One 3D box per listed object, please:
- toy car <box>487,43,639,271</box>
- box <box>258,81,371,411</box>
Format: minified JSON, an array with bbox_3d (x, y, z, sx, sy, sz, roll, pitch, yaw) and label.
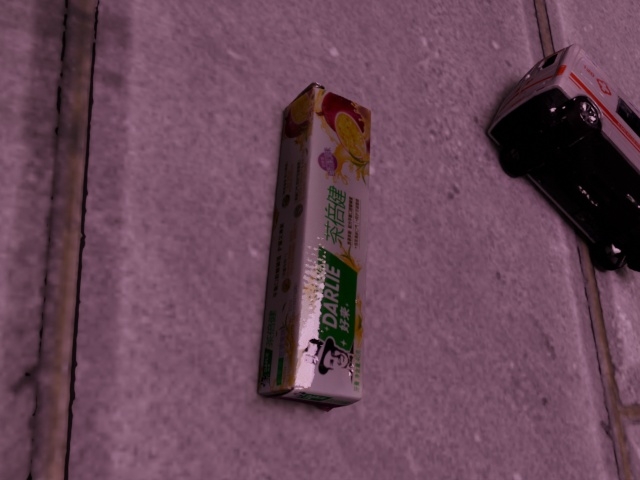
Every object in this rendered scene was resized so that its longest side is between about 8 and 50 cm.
[{"bbox_3d":[0.250,-0.068,0.600,0.210,0.089,0.108,43,49,-9],"label":"toy car"},{"bbox_3d":[0.000,0.000,0.438,0.050,0.041,0.207,18,64,-31],"label":"box"}]
